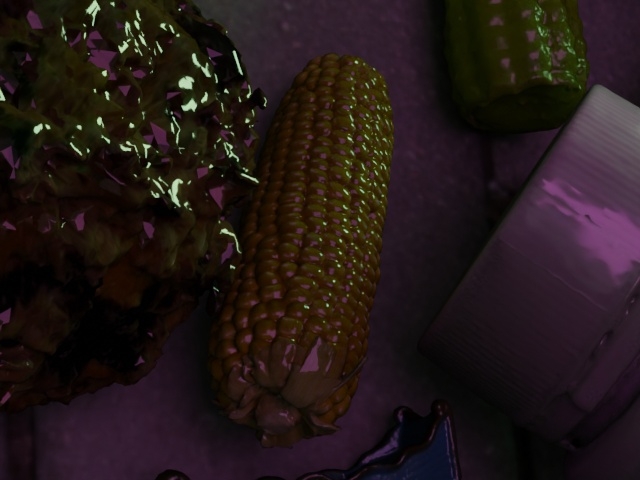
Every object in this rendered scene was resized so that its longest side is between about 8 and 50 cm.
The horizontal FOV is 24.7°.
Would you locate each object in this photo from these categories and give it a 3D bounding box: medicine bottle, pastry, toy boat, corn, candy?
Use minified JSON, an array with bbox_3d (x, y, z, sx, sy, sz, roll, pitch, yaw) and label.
[{"bbox_3d":[0.234,0.069,0.881,0.302,0.241,0.241,35,63,4],"label":"medicine bottle"},{"bbox_3d":[-0.148,-0.042,0.776,0.274,0.193,0.275,5,75,-19],"label":"pastry"},{"bbox_3d":[-0.008,0.139,0.855,0.185,0.075,0.077,-22,87,-23],"label":"toy boat"},{"bbox_3d":[-0.005,-0.001,0.875,0.091,0.091,0.260,13,55,0],"label":"corn"},{"bbox_3d":[0.124,-0.176,1.004,0.096,0.097,0.210,1,70,-25],"label":"candy"}]
